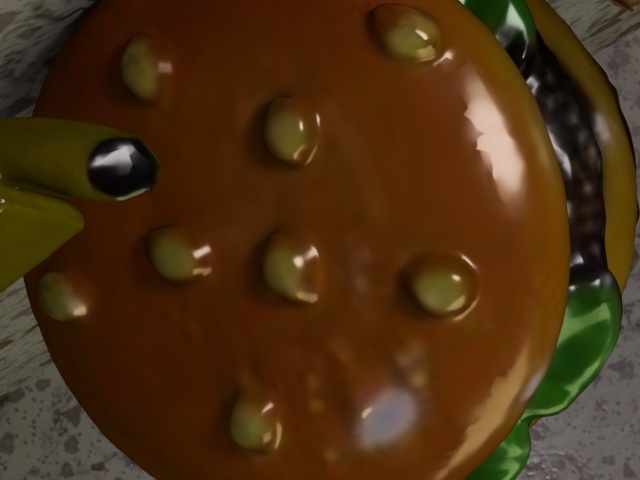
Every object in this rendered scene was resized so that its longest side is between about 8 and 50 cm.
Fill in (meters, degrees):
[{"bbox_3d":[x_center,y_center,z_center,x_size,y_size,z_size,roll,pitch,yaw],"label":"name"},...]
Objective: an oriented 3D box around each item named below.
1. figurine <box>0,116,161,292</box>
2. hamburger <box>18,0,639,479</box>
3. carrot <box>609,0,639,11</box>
[{"bbox_3d":[-0.246,-0.012,0.839,0.218,0.169,0.327,-30,175,35],"label":"figurine"},{"bbox_3d":[0.000,0.000,1.119,0.396,0.395,0.277,-34,174,26],"label":"hamburger"},{"bbox_3d":[0.289,-0.282,1.275,0.254,0.196,0.196,-29,175,18],"label":"carrot"}]
